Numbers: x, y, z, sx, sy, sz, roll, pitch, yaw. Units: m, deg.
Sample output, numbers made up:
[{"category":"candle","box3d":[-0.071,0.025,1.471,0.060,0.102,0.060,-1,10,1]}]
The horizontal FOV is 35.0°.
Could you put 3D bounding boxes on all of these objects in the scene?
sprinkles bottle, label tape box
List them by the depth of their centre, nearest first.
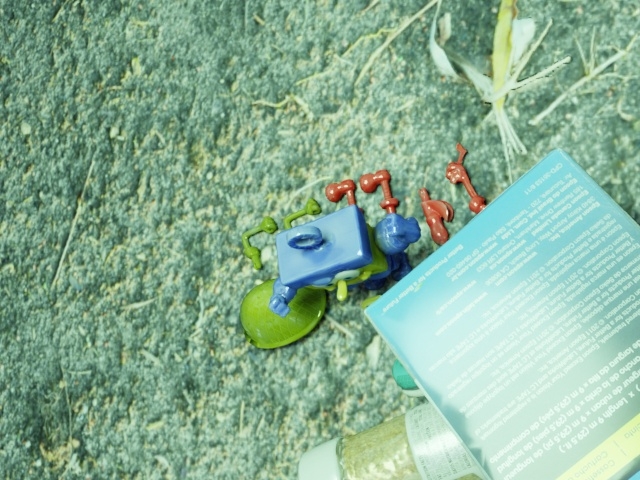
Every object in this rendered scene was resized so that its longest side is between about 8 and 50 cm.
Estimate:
[{"category":"label tape box","box3d":[0.242,0.123,0.930,0.249,0.115,0.347,-40,62,6]},{"category":"sprinkles bottle","box3d":[0.155,0.214,1.066,0.355,0.121,0.121,-26,69,14]}]

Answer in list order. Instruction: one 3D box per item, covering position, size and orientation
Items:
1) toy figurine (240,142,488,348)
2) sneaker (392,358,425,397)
[{"category":"toy figurine","box3d":[0.000,0.000,1.172,0.362,0.217,0.191,-18,73,26]},{"category":"sneaker","box3d":[0.171,0.056,1.111,0.275,0.110,0.107,-48,20,8]}]
